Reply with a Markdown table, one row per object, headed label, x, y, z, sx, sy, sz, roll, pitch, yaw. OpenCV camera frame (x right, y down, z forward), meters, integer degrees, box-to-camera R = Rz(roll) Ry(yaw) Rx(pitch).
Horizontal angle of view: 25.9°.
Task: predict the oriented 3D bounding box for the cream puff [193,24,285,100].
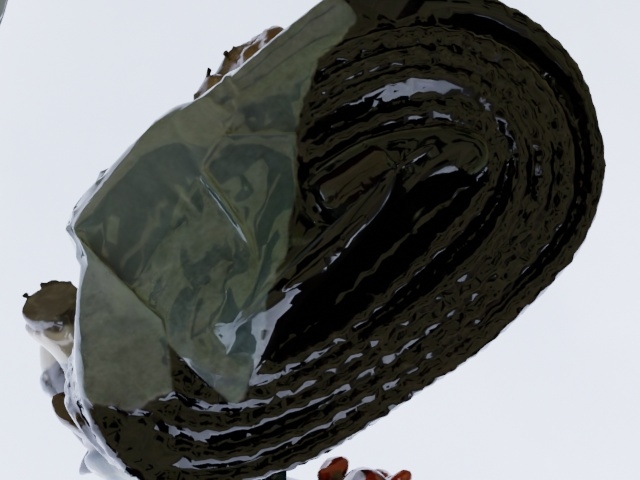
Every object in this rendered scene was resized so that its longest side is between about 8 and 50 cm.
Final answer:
| label | x | y | z | sx | sy | sz | roll | pitch | yaw |
| --- | --- | --- | --- | --- | --- | --- | --- | --- | --- |
| cream puff | -0.023 | -0.088 | 1.234 | 0.155 | 0.241 | 0.269 | 21 | -169 | 16 |

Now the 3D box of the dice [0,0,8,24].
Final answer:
| label | x | y | z | sx | sy | sz | roll | pitch | yaw |
| --- | --- | --- | --- | --- | --- | --- | --- | --- | --- |
| dice | -0.205 | -0.105 | 0.380 | 0.193 | 0.192 | 0.194 | 7 | -112 | 11 |

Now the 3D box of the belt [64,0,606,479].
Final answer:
| label | x | y | z | sx | sy | sz | roll | pitch | yaw |
| --- | --- | --- | --- | --- | --- | --- | --- | --- | --- |
| belt | 0.000 | 0.000 | 0.674 | 0.289 | 0.164 | 0.184 | -39 | -90 | -8 |

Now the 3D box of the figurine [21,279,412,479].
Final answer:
| label | x | y | z | sx | sy | sz | roll | pitch | yaw |
| --- | --- | --- | --- | --- | --- | --- | --- | --- | --- |
| figurine | -0.069 | 0.188 | 0.983 | 0.241 | 0.306 | 0.412 | -42 | -80 | -34 |
